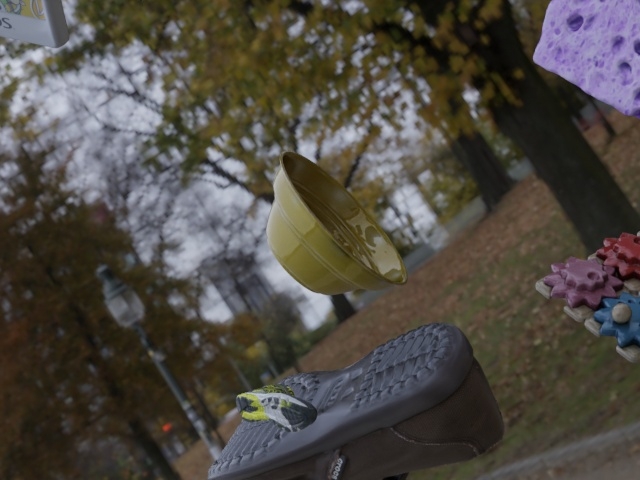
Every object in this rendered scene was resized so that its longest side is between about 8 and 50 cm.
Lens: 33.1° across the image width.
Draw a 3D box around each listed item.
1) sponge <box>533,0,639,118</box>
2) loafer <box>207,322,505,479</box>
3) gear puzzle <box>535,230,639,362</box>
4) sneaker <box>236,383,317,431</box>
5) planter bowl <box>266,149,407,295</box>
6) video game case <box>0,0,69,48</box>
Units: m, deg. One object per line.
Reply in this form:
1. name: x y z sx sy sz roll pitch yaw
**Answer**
1. sponge: 0.164 -0.068 0.344 0.031 0.210 0.117 -11 -51 -34
2. loafer: 0.025 0.199 1.027 0.366 0.130 0.134 -28 19 46
3. gear puzzle: 0.425 0.019 1.227 0.339 0.175 0.044 -23 -49 -24
4. sneaker: -0.030 0.127 0.848 0.083 0.031 0.035 3 24 44
5. planter bowl: 0.000 0.000 1.304 0.090 0.217 0.217 -44 -10 16
6. video game case: -0.348 -0.304 1.026 0.026 0.206 0.227 -51 -33 -43
